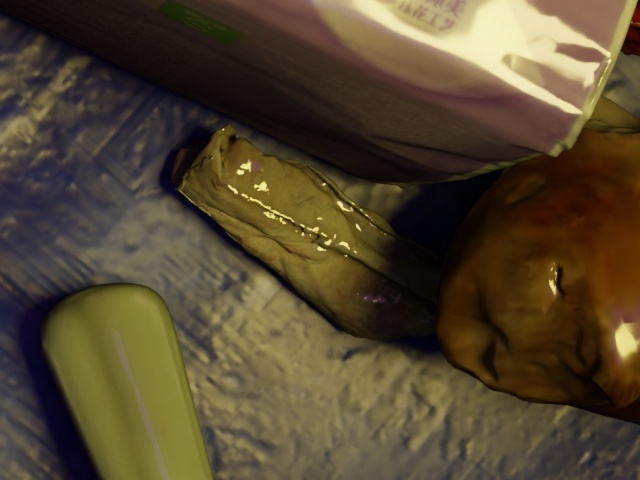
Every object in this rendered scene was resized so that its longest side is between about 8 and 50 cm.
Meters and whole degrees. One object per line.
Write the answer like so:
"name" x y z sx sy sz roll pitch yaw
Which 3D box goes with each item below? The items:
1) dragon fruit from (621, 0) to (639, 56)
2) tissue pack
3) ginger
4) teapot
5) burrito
"dragon fruit" 0.166 -0.119 0.789 0.106 0.083 0.162 28 60 -17
"tissue pack" -0.051 -0.154 0.736 0.338 0.242 0.160 24 84 -13
"ginger" 0.246 -0.019 0.849 0.418 0.176 0.254 1 85 -16
"teapot" -0.037 0.193 0.812 0.149 0.220 0.318 -9 57 19
"burrito" 0.000 0.000 0.855 0.149 0.055 0.041 34 43 -15
